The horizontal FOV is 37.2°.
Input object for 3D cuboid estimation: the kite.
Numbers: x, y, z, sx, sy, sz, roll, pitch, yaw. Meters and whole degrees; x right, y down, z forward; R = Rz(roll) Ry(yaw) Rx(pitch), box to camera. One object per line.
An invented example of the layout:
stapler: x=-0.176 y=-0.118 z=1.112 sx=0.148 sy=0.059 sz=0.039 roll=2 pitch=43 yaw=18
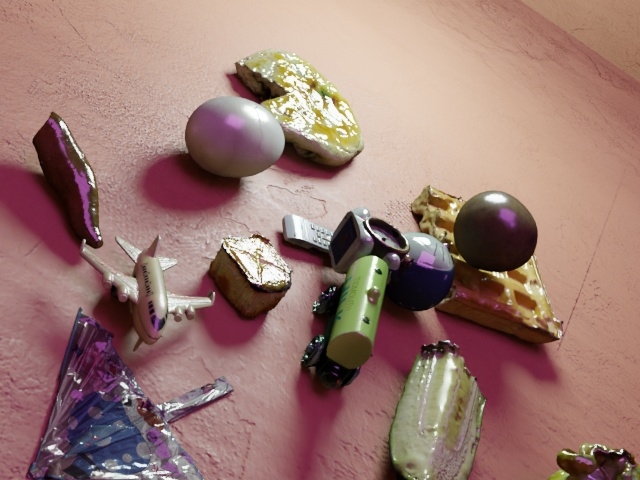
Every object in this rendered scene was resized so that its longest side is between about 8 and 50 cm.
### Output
kite: x=-0.253 y=0.253 z=1.327 sx=0.368 sy=0.014 sz=0.406 roll=-18 pitch=64 yaw=-50

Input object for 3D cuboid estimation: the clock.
clock: x=0.141 y=0.037 z=1.795 sx=0.243 sy=0.146 sz=0.199 roll=26 pitch=21 yaw=-25

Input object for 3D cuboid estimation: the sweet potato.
sweet potato: x=-0.401 y=-0.090 z=1.533 sx=0.077 sy=0.077 sz=0.243 roll=-12 pitch=73 yaw=-48

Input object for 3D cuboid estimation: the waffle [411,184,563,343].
waffle: x=0.357 y=0.056 z=2.041 sx=0.304 sy=0.077 sz=0.348 roll=22 pitch=38 yaw=-24

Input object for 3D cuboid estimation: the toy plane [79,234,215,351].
toy plane: x=-0.261 y=0.080 z=1.438 sx=0.229 sy=0.092 sz=0.244 roll=24 pitch=30 yaw=-25

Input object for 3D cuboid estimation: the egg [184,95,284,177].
egg: x=-0.158 y=-0.193 z=1.788 sx=0.209 sy=0.151 sz=0.151 roll=1 pitch=50 yaw=-46

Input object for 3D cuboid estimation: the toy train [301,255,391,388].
toy train: x=0.055 y=0.131 z=1.614 sx=0.105 sy=0.157 sz=0.253 roll=32 pitch=35 yaw=-10

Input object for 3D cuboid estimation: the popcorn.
popcorn: x=0.480 y=0.432 z=1.642 sx=0.212 sy=0.198 sz=0.198 roll=66 pitch=32 yaw=-16

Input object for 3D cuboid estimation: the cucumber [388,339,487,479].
cucumber: x=0.186 y=0.322 z=1.576 sx=0.145 sy=0.105 sz=0.325 roll=57 pitch=30 yaw=-21

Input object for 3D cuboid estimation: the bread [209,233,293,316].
bread: x=-0.114 y=0.056 z=1.623 sx=0.128 sy=0.069 sz=0.140 roll=-13 pitch=56 yaw=-49

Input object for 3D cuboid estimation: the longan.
longan: x=0.351 y=-0.013 z=1.900 sx=0.187 sy=0.167 sz=0.167 roll=21 pitch=36 yaw=-49

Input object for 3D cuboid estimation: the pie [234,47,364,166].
pie: x=-0.036 y=-0.292 z=2.072 sx=0.338 sy=0.075 sz=0.337 roll=25 pitch=37 yaw=-20

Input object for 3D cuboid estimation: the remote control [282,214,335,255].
remote control: x=0.000 y=0.000 z=1.822 sx=0.166 sy=0.029 sz=0.065 roll=21 pitch=39 yaw=-31
